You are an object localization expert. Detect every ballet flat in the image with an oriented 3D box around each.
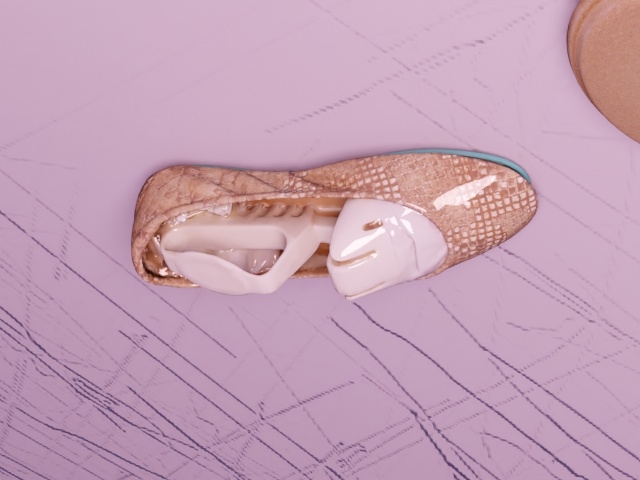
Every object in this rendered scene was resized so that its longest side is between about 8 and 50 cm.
[{"bbox_3d":[0.000,0.000,0.762,0.206,0.067,0.073,-4,133,26],"label":"ballet flat"}]

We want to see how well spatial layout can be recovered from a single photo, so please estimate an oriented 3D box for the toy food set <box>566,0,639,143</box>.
[{"bbox_3d":[0.164,-0.076,0.637,0.132,0.039,0.192,-11,136,42],"label":"toy food set"}]
